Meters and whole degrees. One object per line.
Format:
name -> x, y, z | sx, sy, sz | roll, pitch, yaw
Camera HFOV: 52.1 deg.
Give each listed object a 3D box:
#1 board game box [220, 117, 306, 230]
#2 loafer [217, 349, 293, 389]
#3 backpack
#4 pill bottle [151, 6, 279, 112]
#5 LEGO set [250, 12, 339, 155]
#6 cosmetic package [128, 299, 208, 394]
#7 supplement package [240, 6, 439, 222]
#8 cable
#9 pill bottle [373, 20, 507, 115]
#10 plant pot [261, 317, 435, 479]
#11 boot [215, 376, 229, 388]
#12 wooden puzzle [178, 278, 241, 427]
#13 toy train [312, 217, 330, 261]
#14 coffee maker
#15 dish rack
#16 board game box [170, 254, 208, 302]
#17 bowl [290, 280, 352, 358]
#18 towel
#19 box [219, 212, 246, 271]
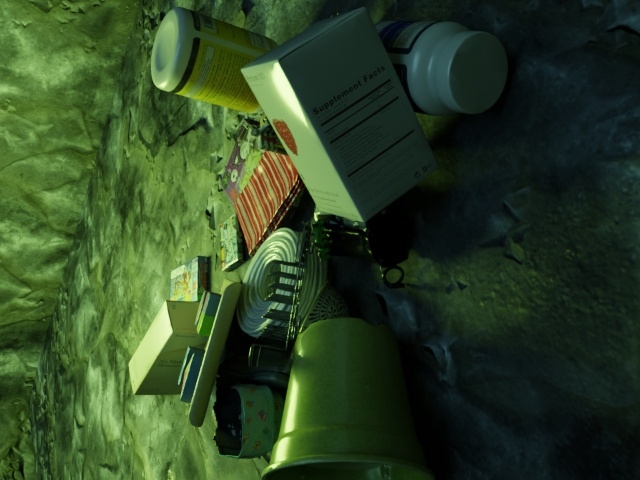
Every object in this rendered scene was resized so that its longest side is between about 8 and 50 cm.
board game box -> -0.152, -0.149, 1.659 | 0.347, 0.056, 0.208 | 50, 127, 48
loafer -> -0.141, 0.293, 1.519 | 0.268, 0.096, 0.084 | -7, 57, 48
backpack -> -0.155, 0.396, 1.441 | 0.188, 0.145, 0.165 | 141, 131, -67
pill bottle -> -0.211, -0.408, 1.545 | 0.188, 0.334, 0.187 | -19, 66, 53
LEGO set -> -0.023, -0.319, 1.374 | 0.331, 0.192, 0.254 | -23, 64, 52
cosmetic package -> -0.405, 0.304, 1.827 | 0.309, 0.160, 0.113 | -54, 43, 36
supplement package -> 0.032, -0.205, 1.095 | 0.292, 0.175, 0.177 | 60, 163, -21
cable -> -0.089, 0.098, 1.437 | 0.257, 0.089, 0.257 | -42, 39, 36
pill bottle -> 0.177, -0.292, 1.108 | 0.265, 0.153, 0.153 | 30, 107, 55
plant pot -> 0.045, 0.280, 1.108 | 0.276, 0.276, 0.253 | -39, 40, 45
boot -> -0.239, 0.394, 1.667 | 0.106, 0.037, 0.114 | 123, 144, -52
wooden puzzle -> -0.273, 0.246, 1.559 | 0.348, 0.081, 0.321 | 162, 123, -81
toy train -> 0.000, 0.000, 1.229 | 0.017, 0.024, 0.083 | 9, 116, 55
coffee maker -> 0.072, -0.005, 1.227 | 0.178, 0.120, 0.171 | 5, 87, 57
dish rack -> -0.065, 0.094, 1.218 | 0.208, 0.074, 0.271 | 92, -172, -89
board game box -> -0.397, 0.133, 1.963 | 0.201, 0.035, 0.136 | -23, 64, 52
bowl -> 0.014, 0.171, 1.283 | 0.170, 0.080, 0.170 | 24, -90, -83
towel -> -0.126, -0.115, 1.548 | 0.274, 0.031, 0.198 | -55, 41, 34
box -> -0.237, 0.007, 1.763 | 0.094, 0.027, 0.136 | -31, 57, 47
